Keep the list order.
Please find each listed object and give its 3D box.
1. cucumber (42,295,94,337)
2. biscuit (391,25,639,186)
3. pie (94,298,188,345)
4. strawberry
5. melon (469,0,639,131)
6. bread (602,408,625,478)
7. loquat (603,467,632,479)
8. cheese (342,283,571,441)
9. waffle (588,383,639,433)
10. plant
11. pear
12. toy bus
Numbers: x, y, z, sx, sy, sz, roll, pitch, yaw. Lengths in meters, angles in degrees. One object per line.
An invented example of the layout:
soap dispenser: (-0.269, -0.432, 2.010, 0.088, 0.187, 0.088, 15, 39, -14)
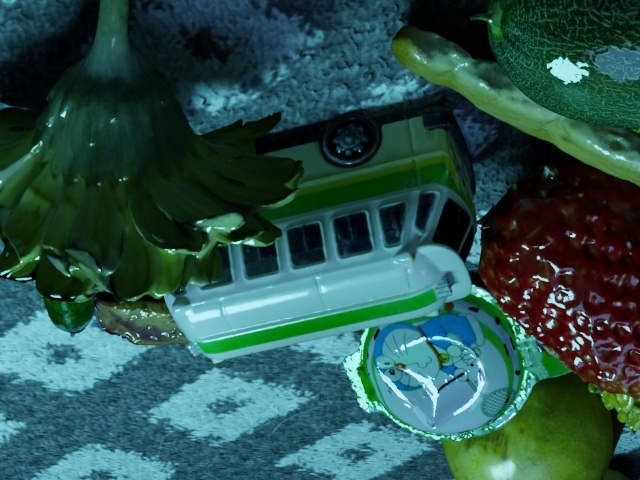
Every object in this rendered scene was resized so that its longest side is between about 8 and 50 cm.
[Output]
cucumber: (-0.264, 0.042, 1.643, 0.056, 0.056, 0.250, -5, 147, -3)
biscuit: (0.193, -0.114, 1.397, 0.299, 0.045, 0.154, 25, -177, -8)
pie: (-0.169, 0.091, 1.758, 0.170, 0.034, 0.092, 0, 143, -11)
strawberry: (0.271, 0.038, 1.541, 0.205, 0.244, 0.205, -29, 169, -6)
melon: (0.255, -0.179, 1.271, 0.287, 0.182, 0.182, 1, 147, -12)
bread: (0.371, 0.257, 2.024, 0.084, 0.139, 0.074, 0, 146, -10)
loquat: (0.358, 0.439, 2.236, 0.263, 0.263, 0.263, -5, 148, -3)
cheese: (0.181, 0.123, 1.778, 0.320, 0.083, 0.204, -17, 107, 19)
waffle: (0.393, 0.118, 1.829, 0.197, 0.070, 0.193, -46, 125, 0)
plant: (-0.165, -0.070, 1.291, 0.305, 0.261, 0.297, 6, 148, -1)
pear: (0.253, 0.233, 1.902, 0.208, 0.209, 0.209, -5, 148, -3)
toy bus: (0.000, 0.000, 1.507, 0.305, 0.179, 0.143, -13, 147, 9)
